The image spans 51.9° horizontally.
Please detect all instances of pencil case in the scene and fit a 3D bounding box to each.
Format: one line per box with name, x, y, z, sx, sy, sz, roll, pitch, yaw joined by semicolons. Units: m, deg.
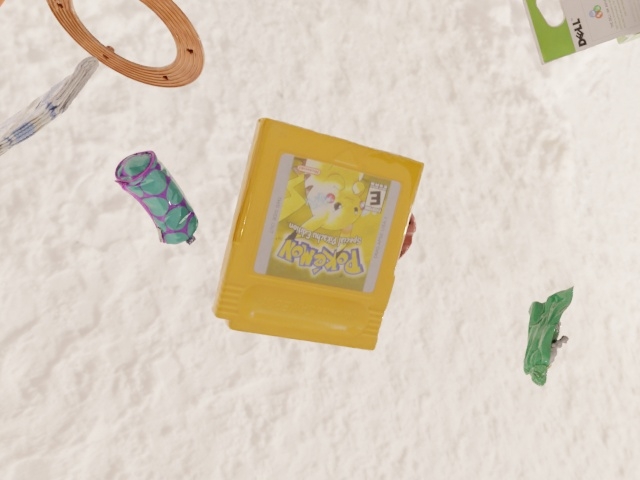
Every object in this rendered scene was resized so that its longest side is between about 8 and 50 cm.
pencil case;-0.231;-0.057;0.938;0.070;0.064;0.151;-53;143;-23

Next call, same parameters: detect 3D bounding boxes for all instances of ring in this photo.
ring;-0.379;-0.424;1.291;0.336;0.336;0.032;35;62;-29

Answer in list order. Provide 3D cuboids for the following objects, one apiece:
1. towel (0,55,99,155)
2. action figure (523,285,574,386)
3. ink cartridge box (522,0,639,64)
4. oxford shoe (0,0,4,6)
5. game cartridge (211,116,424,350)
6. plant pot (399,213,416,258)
towel;-0.567;-0.250;1.295;0.034;0.285;0.209;50;31;-30
action figure;0.470;0.210;1.374;0.063;0.137;0.232;35;49;-3
ink cartridge box;0.441;-0.396;1.011;0.097;0.255;0.189;-27;100;-72
oxford shoe;-0.434;-0.415;0.783;0.133;0.363;0.130;47;34;21
game cartridge;0.000;0.000;1.031;0.285;0.053;0.323;12;94;-24
plant pot;0.101;-0.069;1.756;0.272;0.272;0.265;19;20;-38
